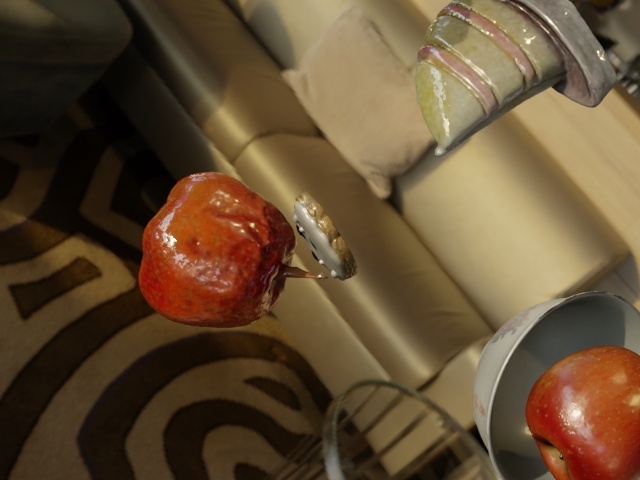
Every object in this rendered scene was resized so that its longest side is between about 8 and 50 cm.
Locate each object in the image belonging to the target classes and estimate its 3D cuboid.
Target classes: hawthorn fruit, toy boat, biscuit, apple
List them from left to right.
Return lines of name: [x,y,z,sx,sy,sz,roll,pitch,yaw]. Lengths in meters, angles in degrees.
hawthorn fruit: [-0.107,0.028,1.177,0.243,0.207,0.207,16,25,9]
biscuit: [0.000,0.000,1.656,0.181,0.049,0.208,56,-10,1]
toy boat: [0.270,-0.287,1.334,0.293,0.111,0.276,-14,61,-9]
apple: [0.356,0.232,1.128,0.181,0.168,0.181,157,-90,-78]

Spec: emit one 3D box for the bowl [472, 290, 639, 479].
bowl: [0.351,0.225,1.400,0.345,0.345,0.157,26,-2,-33]
